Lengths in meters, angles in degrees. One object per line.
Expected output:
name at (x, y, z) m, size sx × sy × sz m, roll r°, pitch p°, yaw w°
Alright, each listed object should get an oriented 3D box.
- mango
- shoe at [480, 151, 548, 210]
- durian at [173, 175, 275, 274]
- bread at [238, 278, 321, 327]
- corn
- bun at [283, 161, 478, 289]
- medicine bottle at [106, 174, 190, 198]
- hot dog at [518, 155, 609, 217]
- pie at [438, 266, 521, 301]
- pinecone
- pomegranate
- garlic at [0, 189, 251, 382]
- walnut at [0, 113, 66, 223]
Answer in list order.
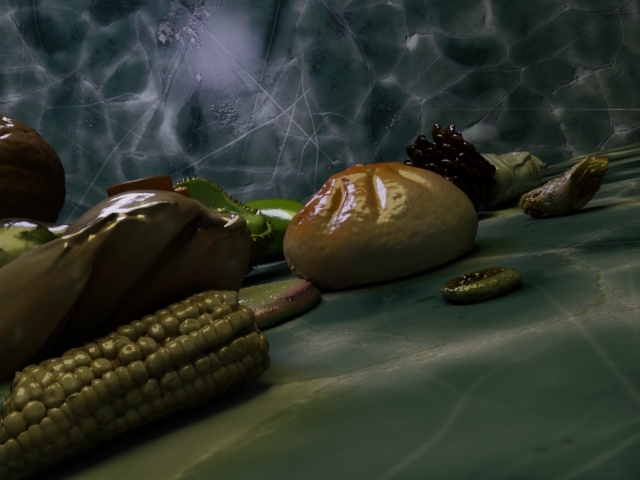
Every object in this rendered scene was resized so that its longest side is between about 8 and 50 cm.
mango at (-0.130, -0.030, 1.469) m, size 0.192 × 0.156 × 0.343 m, roll -19°, pitch 8°, yaw -37°
shoe at (0.454, -0.162, 1.423) m, size 0.210 × 0.132 × 0.342 m, roll -16°, pitch 1°, yaw 4°
durian at (-0.219, -0.009, 1.155) m, size 0.236 × 0.177 × 0.200 m, roll 23°, pitch 18°, yaw -14°
bread at (-0.109, 0.088, 0.759) m, size 0.228 × 0.034 × 0.228 m, roll -13°, pitch 5°, yaw 1°
corn at (-0.139, 0.097, 0.425) m, size 0.210 × 0.087 × 0.087 m, roll -16°, pitch 5°, yaw -31°
bun at (0.079, -0.036, 0.881) m, size 0.298 × 0.165 × 0.299 m, roll -15°, pitch 4°, yaw 1°
medicine bottle at (-0.265, 0.014, 0.934) m, size 0.149 × 0.222 × 0.112 m, roll -15°, pitch 5°, yaw -23°
hot dog at (0.408, -0.075, 0.963) m, size 0.078 × 0.061 × 0.169 m, roll 19°, pitch -37°, yaw -30°
pie at (0.155, 0.042, 0.580) m, size 0.084 × 0.021 × 0.084 m, roll -13°, pitch 4°, yaw 1°
pinecone at (0.258, -0.132, 1.254) m, size 0.221 × 0.222 × 0.221 m, roll -14°, pitch 5°, yaw 1°
pomegranate at (-0.440, 0.072, 0.849) m, size 0.276 × 0.204 × 0.221 m, roll -5°, pitch -18°, yaw 40°
garlic at (-0.166, 0.040, 0.503) m, size 0.228 × 0.110 × 0.217 m, roll -38°, pitch -28°, yaw -7°
walnut at (-0.565, -0.071, 0.957) m, size 0.251 × 0.277 × 0.313 m, roll -1°, pitch -7°, yaw -2°
